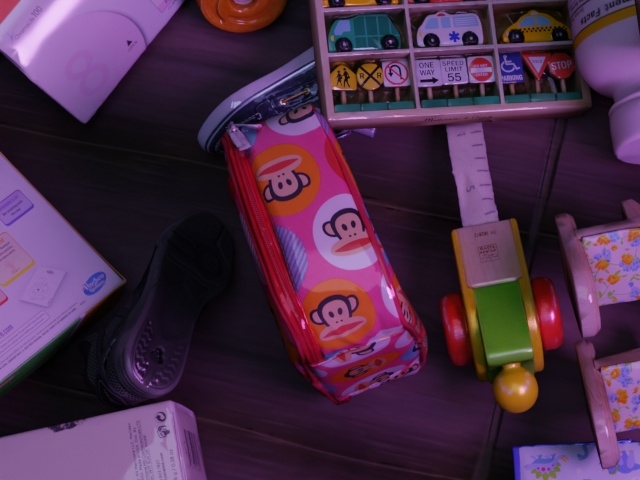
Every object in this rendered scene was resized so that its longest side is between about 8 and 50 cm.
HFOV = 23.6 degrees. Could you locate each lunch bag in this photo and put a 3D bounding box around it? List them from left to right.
[{"bbox_3d":[0.000,0.000,1.384,0.120,0.293,0.258,-21,72,1],"label":"lunch bag"},{"bbox_3d":[0.241,0.259,1.396,0.128,0.096,0.151,-4,87,6],"label":"lunch bag"}]

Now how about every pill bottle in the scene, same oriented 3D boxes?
[{"bbox_3d":[0.326,-0.249,1.451,0.188,0.188,0.334,-7,77,6],"label":"pill bottle"}]

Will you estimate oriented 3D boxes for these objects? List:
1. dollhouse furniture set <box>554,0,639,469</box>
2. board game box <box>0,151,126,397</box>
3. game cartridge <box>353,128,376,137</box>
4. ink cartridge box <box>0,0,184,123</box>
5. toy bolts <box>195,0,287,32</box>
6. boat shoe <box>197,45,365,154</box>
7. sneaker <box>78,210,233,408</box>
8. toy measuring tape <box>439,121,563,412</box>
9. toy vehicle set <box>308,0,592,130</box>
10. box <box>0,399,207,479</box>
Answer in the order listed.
[{"bbox_3d":[0.382,0.002,1.250,0.362,0.256,0.394,-11,112,6],"label":"dollhouse furniture set"},{"bbox_3d":[-0.383,0.007,1.475,0.316,0.064,0.242,46,58,6],"label":"board game box"},{"bbox_3d":[0.043,-0.150,1.554,0.056,0.017,0.083,18,80,15],"label":"game cartridge"},{"bbox_3d":[-0.251,-0.251,1.507,0.066,0.232,0.189,35,84,34],"label":"ink cartridge box"},{"bbox_3d":[-0.063,-0.347,1.530,0.218,0.228,0.158,-26,51,21],"label":"toy bolts"},{"bbox_3d":[-0.032,-0.122,1.522,0.183,0.065,0.083,-34,70,7],"label":"boat shoe"},{"bbox_3d":[-0.165,0.070,1.487,0.087,0.130,0.227,39,48,-23],"label":"sneaker"},{"bbox_3d":[0.163,0.026,1.474,0.121,0.121,0.330,-11,54,5],"label":"toy measuring tape"},{"bbox_3d":[0.125,-0.197,1.500,0.267,0.035,0.166,-4,78,-11],"label":"toy vehicle set"},{"bbox_3d":[-0.253,0.229,1.460,0.275,0.113,0.094,-12,76,3],"label":"box"}]
